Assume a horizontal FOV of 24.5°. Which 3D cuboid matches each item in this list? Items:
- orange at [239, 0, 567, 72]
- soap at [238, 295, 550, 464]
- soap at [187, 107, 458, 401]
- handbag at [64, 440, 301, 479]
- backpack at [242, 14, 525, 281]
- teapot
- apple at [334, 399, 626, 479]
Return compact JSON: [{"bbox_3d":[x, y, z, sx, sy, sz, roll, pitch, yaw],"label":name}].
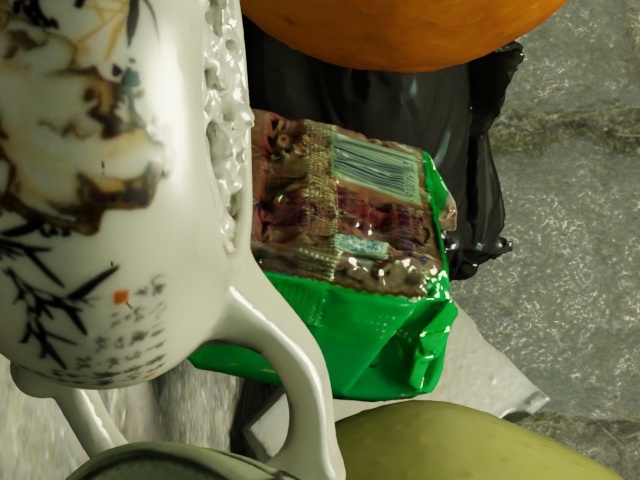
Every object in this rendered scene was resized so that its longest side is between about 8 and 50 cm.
[{"bbox_3d":[0.046,-0.316,0.899,0.424,0.326,0.424,17,90,-80],"label":"orange"},{"bbox_3d":[0.024,0.182,1.314,0.159,0.258,0.302,48,-26,3],"label":"soap"},{"bbox_3d":[0.001,-0.002,0.978,0.273,0.218,0.098,-88,-170,-67],"label":"soap"},{"bbox_3d":[-0.052,0.195,0.526,0.241,0.109,0.315,-53,161,-13],"label":"handbag"},{"bbox_3d":[0.052,-0.144,1.311,0.445,0.255,0.363,60,22,-71],"label":"backpack"},{"bbox_3d":[-0.067,-0.034,0.558,0.208,0.166,0.299,-115,-169,-75],"label":"teapot"},{"bbox_3d":[0.066,0.268,0.842,0.357,0.357,0.357,-2,90,-84],"label":"apple"}]
